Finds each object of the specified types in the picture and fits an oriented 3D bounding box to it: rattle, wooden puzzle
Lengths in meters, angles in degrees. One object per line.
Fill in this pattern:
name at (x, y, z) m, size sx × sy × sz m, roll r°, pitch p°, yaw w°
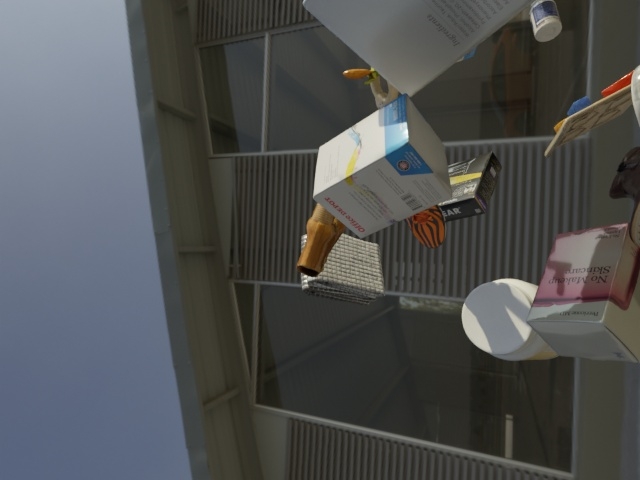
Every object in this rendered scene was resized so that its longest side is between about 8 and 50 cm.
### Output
rattle at (0.161, -0.420, 1.217) m, size 0.143 × 0.130 × 0.199 m, roll -35°, pitch -43°, yaw -28°
wooden puzzle at (0.981, -0.464, 1.459) m, size 0.080 × 0.348 × 0.322 m, roll 61°, pitch -167°, yaw 15°

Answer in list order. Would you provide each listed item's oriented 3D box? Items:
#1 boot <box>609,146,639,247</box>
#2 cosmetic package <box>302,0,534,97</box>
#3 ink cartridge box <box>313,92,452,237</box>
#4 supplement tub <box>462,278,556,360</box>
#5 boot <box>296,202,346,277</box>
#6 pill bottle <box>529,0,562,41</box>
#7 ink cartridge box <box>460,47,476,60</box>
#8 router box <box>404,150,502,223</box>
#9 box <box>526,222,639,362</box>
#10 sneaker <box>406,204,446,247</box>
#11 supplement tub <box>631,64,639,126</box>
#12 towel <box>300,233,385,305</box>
boot at (0.606, -0.090, 0.751) m, size 0.248 × 0.090 × 0.207 m, roll -63°, pitch -9°, yaw 0°
cosmetic package at (0.236, -0.591, 0.828) m, size 0.327 × 0.394 × 0.329 m, roll 33°, pitch -120°, yaw -20°
ink cartridge box at (0.127, -0.149, 0.863) m, size 0.171 × 0.233 × 0.168 m, roll 39°, pitch -139°, yaw -34°
supplement tub at (0.611, 0.245, 1.249) m, size 0.331 × 0.241 × 0.241 m, roll 14°, pitch -102°, yaw -41°
boot at (0.001, 0.000, 1.141) m, size 0.295 × 0.104 × 0.211 m, roll 42°, pitch -113°, yaw -80°
pill bottle at (0.621, -0.621, 1.127) m, size 0.067 × 0.067 × 0.120 m, roll 41°, pitch -135°, yaw -61°
ink cartridge box at (0.435, -0.680, 1.386) m, size 0.148 × 0.203 × 0.086 m, roll 85°, pitch 159°, yaw -65°
router box at (0.469, -0.176, 1.472) m, size 0.081 × 0.309 × 0.243 m, roll 47°, pitch -123°, yaw -23°
box at (0.531, 0.099, 0.790) m, size 0.127 × 0.149 × 0.232 m, roll 42°, pitch -116°, yaw -16°
sneaker at (0.284, -0.109, 1.251) m, size 0.180 × 0.125 × 0.321 m, roll -32°, pitch -80°, yaw -60°
supplement tub at (0.839, -0.324, 0.814) m, size 0.194 × 0.316 × 0.193 m, roll 7°, pitch -102°, yaw -38°
towel at (0.071, 0.092, 1.406) m, size 0.121 × 0.284 × 0.235 m, roll 123°, pitch 153°, yaw -45°
